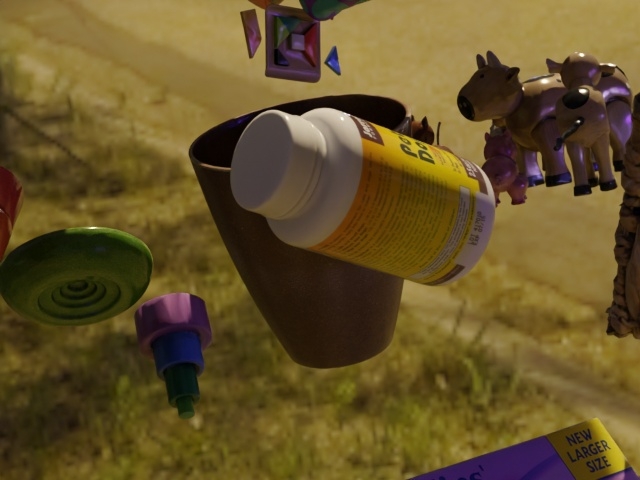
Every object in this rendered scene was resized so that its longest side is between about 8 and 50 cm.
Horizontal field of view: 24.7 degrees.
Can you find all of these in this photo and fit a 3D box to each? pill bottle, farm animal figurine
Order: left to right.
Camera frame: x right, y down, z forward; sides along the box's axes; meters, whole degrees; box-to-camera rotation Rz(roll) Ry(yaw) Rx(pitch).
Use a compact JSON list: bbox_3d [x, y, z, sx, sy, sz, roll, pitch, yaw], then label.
[{"bbox_3d":[0.035,-0.039,1.217,0.215,0.117,0.117,17,3,-36],"label":"pill bottle"},{"bbox_3d":[0.259,-0.147,1.717,0.327,0.172,0.330,-16,7,-40],"label":"farm animal figurine"}]

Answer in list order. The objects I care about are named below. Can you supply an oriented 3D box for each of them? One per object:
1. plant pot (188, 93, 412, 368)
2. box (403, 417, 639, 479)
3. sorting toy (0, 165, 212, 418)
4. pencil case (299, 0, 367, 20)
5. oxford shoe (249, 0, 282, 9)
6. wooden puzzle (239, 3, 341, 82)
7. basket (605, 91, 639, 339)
[{"bbox_3d":[0.000,0.000,1.424,0.215,0.230,0.215,-10,20,4],"label":"plant pot"},{"bbox_3d":[0.133,0.252,0.856,0.213,0.117,0.243,-10,54,-38],"label":"box"},{"bbox_3d":[-0.202,0.063,1.149,0.127,0.365,0.126,-28,56,22],"label":"sorting toy"},{"bbox_3d":[0.051,-0.262,1.426,0.152,0.070,0.064,-13,57,35],"label":"pencil case"},{"bbox_3d":[-0.018,-0.418,1.524,0.133,0.130,0.363,28,72,12],"label":"oxford shoe"},{"bbox_3d":[-0.027,-0.197,1.461,0.116,0.078,0.014,-5,3,-37],"label":"wooden puzzle"},{"bbox_3d":[0.339,-0.052,0.956,0.223,0.213,0.299,12,22,25],"label":"basket"}]
